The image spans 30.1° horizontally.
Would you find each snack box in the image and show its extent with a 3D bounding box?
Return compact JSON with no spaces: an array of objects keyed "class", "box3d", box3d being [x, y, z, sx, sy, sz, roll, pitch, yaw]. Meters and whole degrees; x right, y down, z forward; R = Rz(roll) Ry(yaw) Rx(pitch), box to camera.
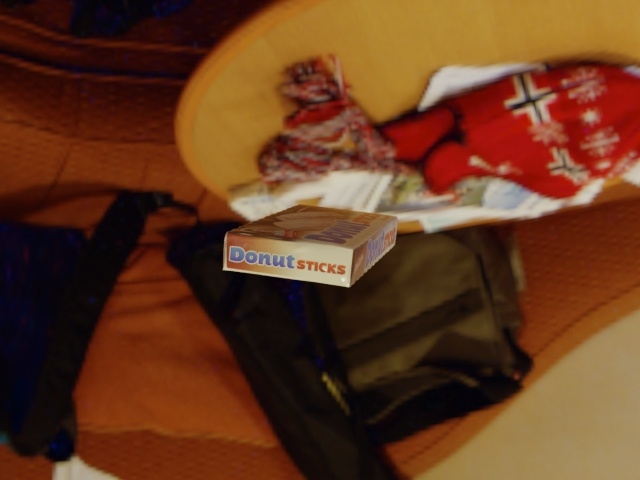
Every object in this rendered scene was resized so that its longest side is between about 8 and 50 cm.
[{"class":"snack box","box3d":[0.000,0.000,0.651,0.064,0.022,0.178,8,-172,9]}]
